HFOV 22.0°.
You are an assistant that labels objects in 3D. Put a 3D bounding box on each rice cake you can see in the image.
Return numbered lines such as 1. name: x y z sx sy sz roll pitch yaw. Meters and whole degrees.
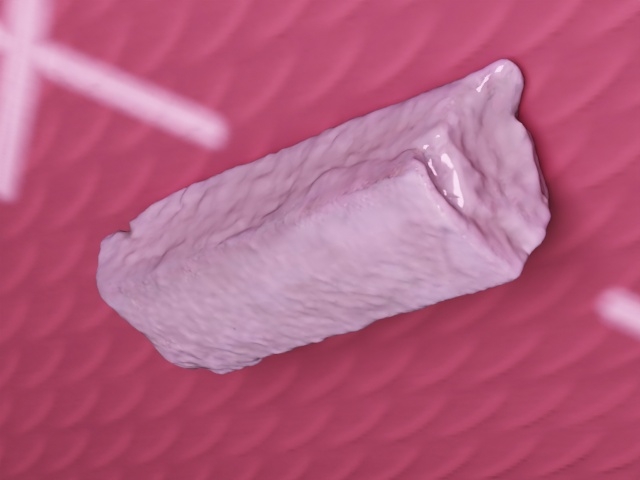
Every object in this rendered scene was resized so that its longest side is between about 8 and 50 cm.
1. rice cake: 0.000 0.000 0.638 0.206 0.063 0.069 -17 125 39
